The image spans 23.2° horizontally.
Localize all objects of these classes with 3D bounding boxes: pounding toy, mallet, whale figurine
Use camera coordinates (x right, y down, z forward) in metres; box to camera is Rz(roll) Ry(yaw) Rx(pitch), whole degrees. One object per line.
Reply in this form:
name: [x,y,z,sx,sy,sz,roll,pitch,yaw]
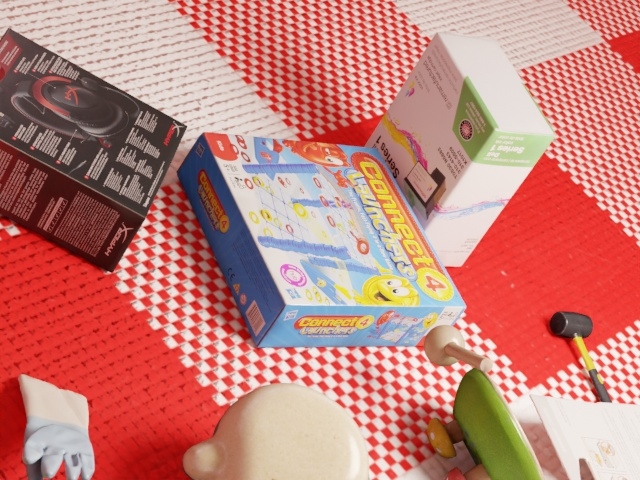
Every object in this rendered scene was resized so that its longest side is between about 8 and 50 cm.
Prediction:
pounding toy: [0.180,0.238,1.932,0.237,0.110,0.183,64,-5,-19]
mallet: [0.396,0.183,2.252,0.062,0.039,0.189,1,52,-41]
whale figurine: [-0.061,0.291,1.695,0.216,0.141,0.272,28,60,-10]

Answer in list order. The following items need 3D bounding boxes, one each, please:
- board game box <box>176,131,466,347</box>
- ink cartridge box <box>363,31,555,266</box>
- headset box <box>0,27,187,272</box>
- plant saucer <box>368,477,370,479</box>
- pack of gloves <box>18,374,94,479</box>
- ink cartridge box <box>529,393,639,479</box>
board game box: [0.000,0.000,2.089,0.302,0.086,0.308,2,47,-37]
ink cartridge box: [0.182,-0.124,2.219,0.117,0.278,0.201,1,47,-34]
headset box: [-0.337,-0.122,1.934,0.293,0.110,0.218,28,36,-10]
plant saucer: [0.038,0.320,1.811,0.067,0.018,0.192,17,40,-24]
pack of gloves: [-0.332,0.190,1.603,0.195,0.046,0.232,21,11,-16]
ink cartridge box: [0.409,0.343,2.045,0.261,0.066,0.296,9,42,-32]
